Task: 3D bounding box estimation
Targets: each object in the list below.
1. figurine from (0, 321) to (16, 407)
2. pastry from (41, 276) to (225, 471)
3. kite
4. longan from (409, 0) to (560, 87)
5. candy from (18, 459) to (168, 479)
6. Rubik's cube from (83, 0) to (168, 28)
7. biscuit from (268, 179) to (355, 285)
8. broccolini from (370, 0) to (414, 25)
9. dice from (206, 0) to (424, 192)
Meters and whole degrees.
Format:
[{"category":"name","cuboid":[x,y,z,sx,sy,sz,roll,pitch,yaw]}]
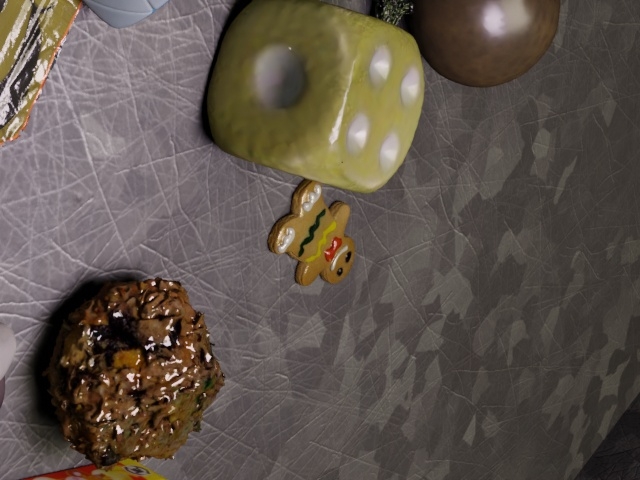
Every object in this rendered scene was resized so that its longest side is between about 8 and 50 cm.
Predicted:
[{"category":"figurine","cuboid":[-0.454,0.241,1.407,0.218,0.206,0.365,-19,124,-34]},{"category":"pastry","cuboid":[-0.236,0.183,1.703,0.275,0.193,0.275,-34,134,-43]},{"category":"kite","cuboid":[-0.403,-0.242,1.400,0.377,0.013,0.327,-31,130,-41]},{"category":"longan","cuboid":[0.267,-0.377,2.091,0.258,0.258,0.258,-31,131,-44]},{"category":"candy","cuboid":[-0.341,0.397,1.761,0.276,0.088,0.146,2,107,-55]},{"category":"Rubik's cube","cuboid":[-0.223,-0.374,1.502,0.254,0.254,0.254,-31,131,-44]},{"category":"biscuit","cuboid":[0.001,0.001,2.100,0.158,0.035,0.240,-61,146,-10]},{"category":"broccolini","cuboid":[0.078,-0.311,2.053,0.074,0.058,0.201,19,107,-43]},{"category":"dice","cuboid":[-0.002,-0.206,1.812,0.233,0.227,0.238,9,98,-59]}]
